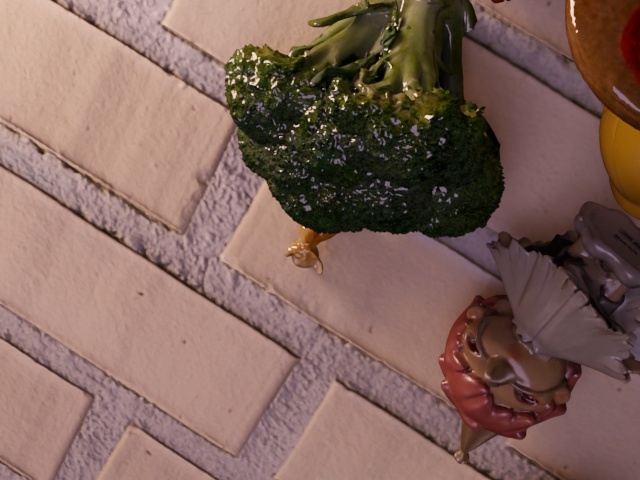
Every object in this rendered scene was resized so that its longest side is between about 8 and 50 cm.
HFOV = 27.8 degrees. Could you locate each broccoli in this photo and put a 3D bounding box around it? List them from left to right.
[{"bbox_3d":[0.049,-0.140,1.310,0.321,0.304,0.283,21,84,6],"label":"broccoli"}]

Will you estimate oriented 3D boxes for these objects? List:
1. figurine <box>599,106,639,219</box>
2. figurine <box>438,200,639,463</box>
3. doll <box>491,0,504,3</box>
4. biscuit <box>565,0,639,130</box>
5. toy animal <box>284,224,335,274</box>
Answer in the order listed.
[{"bbox_3d":[0.393,-0.077,1.267,0.257,0.167,0.192,39,103,-3],"label":"figurine"},{"bbox_3d":[0.215,0.116,1.380,0.207,0.166,0.387,43,131,8],"label":"figurine"},{"bbox_3d":[0.230,-0.296,1.289,0.195,0.062,0.104,-16,62,27],"label":"doll"},{"bbox_3d":[0.404,-0.187,1.171,0.367,0.063,0.314,8,72,2],"label":"biscuit"},{"bbox_3d":[0.000,0.000,1.482,0.081,0.060,0.083,-1,115,-22],"label":"toy animal"}]
